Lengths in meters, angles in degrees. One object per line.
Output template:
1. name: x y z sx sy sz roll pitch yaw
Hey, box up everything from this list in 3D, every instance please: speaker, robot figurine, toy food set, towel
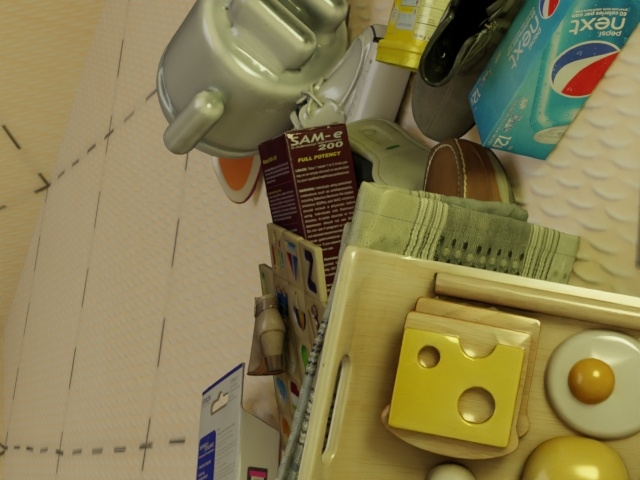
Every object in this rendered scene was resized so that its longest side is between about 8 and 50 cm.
1. speaker: 0.063 -0.156 1.626 0.055 0.055 0.136 -125 49 -63
2. robot figurine: -0.094 -0.231 1.880 0.300 0.200 0.353 -47 3 -30
3. toy food set: 0.144 0.134 0.930 0.092 0.306 0.219 27 -107 -85
4. towel: 0.074 0.119 1.116 0.056 0.312 0.324 20 96 38

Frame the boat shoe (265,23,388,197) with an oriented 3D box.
1. boat shoe: 0.007 -0.146 1.723 0.096 0.088 0.267 -100 29 -46

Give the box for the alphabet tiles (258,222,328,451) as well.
1. alphabet tiles: -0.008 0.159 1.544 0.285 0.011 0.342 -155 56 -69

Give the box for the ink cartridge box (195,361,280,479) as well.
1. ink cartridge box: -0.113 0.354 1.819 0.176 0.069 0.370 140 135 -61

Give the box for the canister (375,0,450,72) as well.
1. canister: 0.123 -0.257 1.494 0.126 0.073 0.169 -150 73 -69

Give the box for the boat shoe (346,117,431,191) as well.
1. boat shoe: 0.084 -0.057 1.510 0.233 0.084 0.079 -129 29 -60

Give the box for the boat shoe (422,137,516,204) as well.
1. boat shoe: 0.103 0.059 1.308 0.122 0.120 0.323 143 134 -61

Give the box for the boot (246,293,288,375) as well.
1. boot: -0.060 0.105 1.601 0.118 0.042 0.087 148 116 -71

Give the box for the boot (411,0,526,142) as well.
1. boot: 0.124 -0.174 1.318 0.161 0.083 0.246 -41 -17 -53

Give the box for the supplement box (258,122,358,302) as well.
1. supplement box: 0.000 0.000 1.563 0.130 0.073 0.239 175 84 -75

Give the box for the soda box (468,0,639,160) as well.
1. soda box: 0.205 -0.169 1.230 0.071 0.067 0.210 -99 28 -43

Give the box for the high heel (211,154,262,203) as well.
1. high heel: -0.115 -0.167 2.127 0.117 0.082 0.244 44 -143 -76
